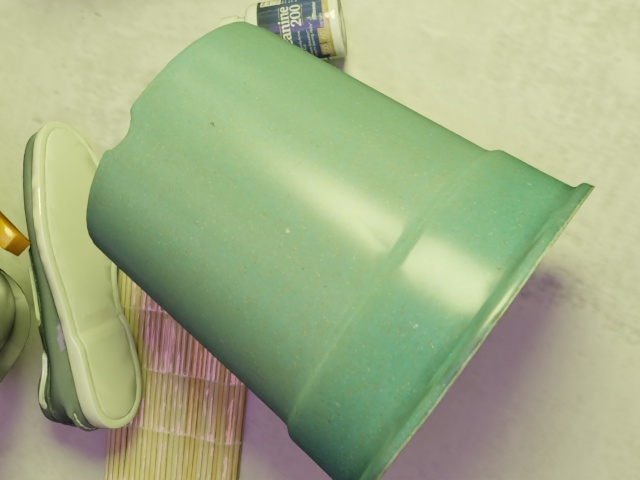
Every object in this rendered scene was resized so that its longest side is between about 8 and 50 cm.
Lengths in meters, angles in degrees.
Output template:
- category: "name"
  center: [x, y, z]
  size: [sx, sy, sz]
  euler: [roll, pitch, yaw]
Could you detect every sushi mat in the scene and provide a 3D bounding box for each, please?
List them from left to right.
- category: "sushi mat"
  center: [-0.152, 0.142, 0.982]
  size: [0.152, 0.019, 0.316]
  euler: [6, 96, 8]

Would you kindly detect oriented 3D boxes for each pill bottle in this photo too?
- category: "pill bottle"
  center: [-0.037, -0.207, 0.912]
  size: [0.120, 0.067, 0.067]
  euler: [-8, 94, 8]

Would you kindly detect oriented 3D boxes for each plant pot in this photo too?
- category: "plant pot"
  center: [0.000, 0.000, 0.808]
  size: [0.334, 0.341, 0.341]
  euler: [36, 98, 11]

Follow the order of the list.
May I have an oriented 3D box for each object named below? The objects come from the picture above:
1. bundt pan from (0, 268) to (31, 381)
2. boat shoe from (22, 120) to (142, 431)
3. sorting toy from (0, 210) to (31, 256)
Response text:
- category: "bundt pan"
  center: [-0.408, 0.020, 0.870]
  size: [0.331, 0.331, 0.124]
  euler: [40, 75, 3]
- category: "boat shoe"
  center: [-0.269, 0.040, 0.942]
  size: [0.099, 0.116, 0.319]
  euler: [-10, 92, 28]
- category: "sorting toy"
  center: [-0.415, -0.099, 0.857]
  size: [0.307, 0.229, 0.041]
  euler: [41, 85, 20]
